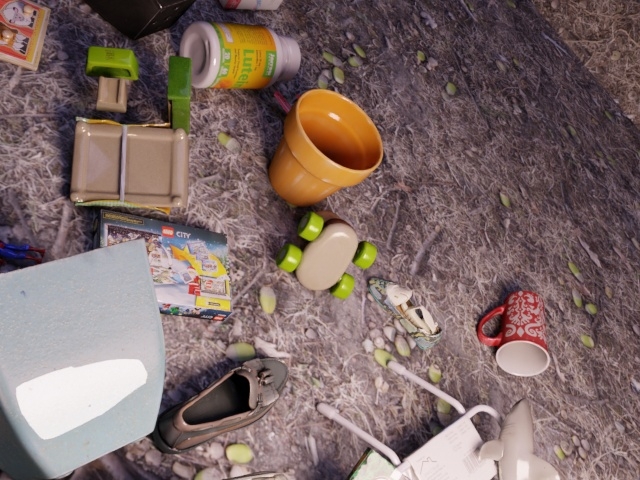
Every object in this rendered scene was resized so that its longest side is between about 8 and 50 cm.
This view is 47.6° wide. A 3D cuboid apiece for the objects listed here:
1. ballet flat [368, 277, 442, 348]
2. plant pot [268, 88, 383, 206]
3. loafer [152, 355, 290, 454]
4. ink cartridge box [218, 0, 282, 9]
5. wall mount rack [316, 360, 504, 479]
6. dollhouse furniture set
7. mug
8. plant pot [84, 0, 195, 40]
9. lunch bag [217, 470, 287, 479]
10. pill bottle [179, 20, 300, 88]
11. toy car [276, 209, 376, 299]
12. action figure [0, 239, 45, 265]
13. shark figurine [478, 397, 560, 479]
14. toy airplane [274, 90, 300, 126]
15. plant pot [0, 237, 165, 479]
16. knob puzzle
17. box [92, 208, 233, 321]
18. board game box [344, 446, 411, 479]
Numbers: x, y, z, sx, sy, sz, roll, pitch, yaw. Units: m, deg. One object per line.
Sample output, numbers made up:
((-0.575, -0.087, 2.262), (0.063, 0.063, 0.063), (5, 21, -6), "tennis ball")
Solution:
((0.179, 0.137, 1.487), (0.188, 0.070, 0.070), (46, 43, 1), "ballet flat")
((-0.008, -0.170, 1.483), (0.205, 0.188, 0.205), (20, 49, -25), "plant pot")
((-0.137, 0.252, 1.148), (0.267, 0.084, 0.096), (-24, 75, -45), "loafer")
((-0.169, -0.649, 1.759), (0.176, 0.127, 0.128), (-15, 69, -42), "ink cartridge box")
((0.170, 0.364, 1.276), (0.350, 0.130, 0.304), (-20, 76, -44), "wall mount rack")
((-0.340, -0.179, 1.331), (0.197, 0.151, 0.302), (3, 74, -12), "dollhouse furniture set")
((0.437, 0.191, 1.611), (0.150, 0.113, 0.169), (35, 41, -13), "mug")
((-0.363, -0.529, 1.497), (0.167, 0.188, 0.187), (55, 43, -7), "plant pot")
((-0.169, 0.450, 0.885), (0.305, 0.212, 0.256), (1, 58, -35), "lunch bag")
((-0.167, -0.397, 1.568), (0.245, 0.136, 0.136), (-10, 66, -41), "pill bottle")
((0.000, 0.000, 1.439), (0.155, 0.149, 0.188), (28, 17, -22), "toy car")
((-0.483, 0.014, 1.105), (0.115, 0.030, 0.038), (19, 44, -19), "action figure")
((0.367, 0.427, 1.251), (0.166, 0.116, 0.278), (-5, 85, -50), "shark figurine")
((-0.050, -0.289, 1.652), (0.151, 0.028, 0.151), (22, 55, -35), "toy airplane")
((-0.349, 0.169, 0.951), (0.247, 0.247, 0.252), (-17, 88, -43), "plant pot")
((-0.603, -0.412, 1.328), (0.213, 0.030, 0.213), (20, 50, -25), "knob puzzle")
((-0.266, 0.045, 1.233), (0.233, 0.044, 0.159), (12, 53, -30), "box")
((0.049, 0.455, 1.079), (0.136, 0.030, 0.260), (38, 76, 1), "board game box")
